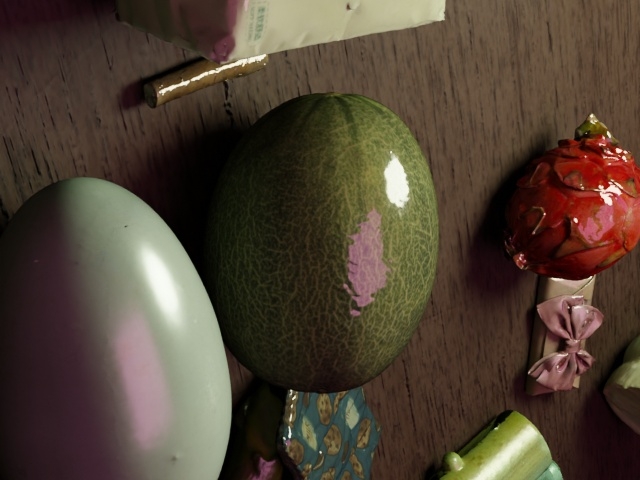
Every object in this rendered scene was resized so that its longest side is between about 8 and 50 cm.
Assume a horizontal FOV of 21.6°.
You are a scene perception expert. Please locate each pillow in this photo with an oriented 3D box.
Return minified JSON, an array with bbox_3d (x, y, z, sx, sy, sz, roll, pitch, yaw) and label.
[{"bbox_3d":[0.012,0.222,1.920,0.255,0.034,0.189,63,35,-45],"label":"pillow"}]

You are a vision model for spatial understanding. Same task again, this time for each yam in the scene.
[{"bbox_3d":[-0.112,-0.162,1.636,0.145,0.032,0.032,-26,127,-39],"label":"yam"}]

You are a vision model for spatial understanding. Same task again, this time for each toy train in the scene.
[{"bbox_3d":[0.193,0.362,2.210,0.307,0.126,0.189,-38,102,-29],"label":"toy train"}]

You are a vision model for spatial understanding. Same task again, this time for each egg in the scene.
[{"bbox_3d":[-0.198,0.119,1.532,0.230,0.230,0.371,-24,120,-39],"label":"egg"}]

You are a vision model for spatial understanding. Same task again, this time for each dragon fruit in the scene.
[{"bbox_3d":[0.318,-0.040,2.079,0.209,0.172,0.172,-53,141,2],"label":"dragon fruit"}]

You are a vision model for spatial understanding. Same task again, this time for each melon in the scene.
[{"bbox_3d":[0.000,0.000,1.683,0.237,0.237,0.301,-7,109,-46],"label":"melon"}]

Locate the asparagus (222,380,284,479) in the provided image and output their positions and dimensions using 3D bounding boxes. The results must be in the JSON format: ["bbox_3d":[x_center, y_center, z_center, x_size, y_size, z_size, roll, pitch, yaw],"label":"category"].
[{"bbox_3d":[-0.097,0.324,1.874,0.082,0.085,0.343,15,101,-26],"label":"asparagus"}]

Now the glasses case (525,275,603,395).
[{"bbox_3d":[0.325,0.128,2.246,0.102,0.070,0.193,-18,122,-40],"label":"glasses case"}]

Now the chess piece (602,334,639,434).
[{"bbox_3d":[0.615,0.096,2.437,0.442,0.234,0.234,-55,140,-15],"label":"chess piece"}]

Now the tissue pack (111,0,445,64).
[{"bbox_3d":[-0.027,-0.372,1.478,0.297,0.207,0.380,-20,124,-40],"label":"tissue pack"}]
